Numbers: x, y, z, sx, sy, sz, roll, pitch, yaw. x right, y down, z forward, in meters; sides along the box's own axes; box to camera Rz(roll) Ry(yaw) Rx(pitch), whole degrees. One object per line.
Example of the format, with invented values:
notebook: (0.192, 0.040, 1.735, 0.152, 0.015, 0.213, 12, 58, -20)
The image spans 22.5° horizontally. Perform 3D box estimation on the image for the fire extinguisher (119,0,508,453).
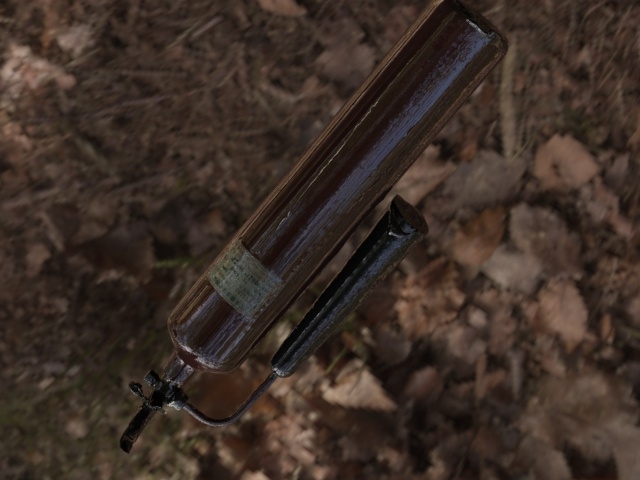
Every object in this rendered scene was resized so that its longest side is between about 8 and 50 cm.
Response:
fire extinguisher: (0.000, 0.000, 0.511, 0.173, 0.049, 0.035, -49, 47, 11)
